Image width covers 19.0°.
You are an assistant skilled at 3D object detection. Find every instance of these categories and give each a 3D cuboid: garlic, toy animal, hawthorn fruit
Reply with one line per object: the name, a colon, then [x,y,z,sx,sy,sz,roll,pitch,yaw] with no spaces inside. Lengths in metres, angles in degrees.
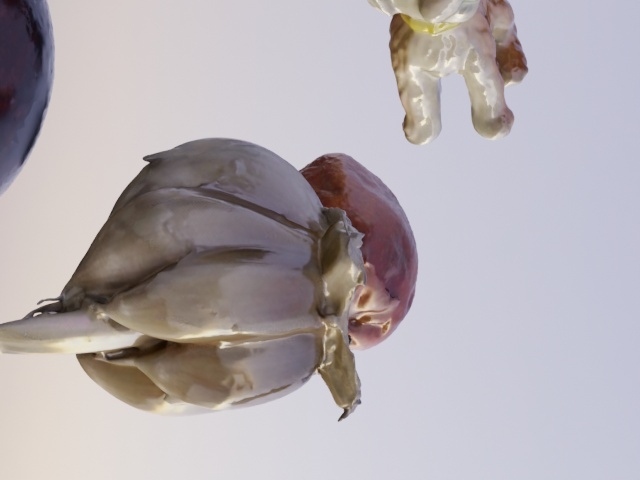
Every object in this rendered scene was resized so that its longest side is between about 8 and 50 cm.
garlic: [-0.077,0.030,0.887,0.127,0.194,0.131,-109,-171,-54]
toy animal: [0.082,-0.192,1.368,0.185,0.104,0.184,58,28,-47]
hawthorn fruit: [0.003,0.009,1.668,0.173,0.173,0.179,121,-10,-69]

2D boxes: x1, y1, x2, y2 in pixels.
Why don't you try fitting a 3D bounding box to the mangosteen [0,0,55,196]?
mangosteen: [-0.264,-0.099,1.112,0.261,0.235,0.236,-139,-128,-64]
